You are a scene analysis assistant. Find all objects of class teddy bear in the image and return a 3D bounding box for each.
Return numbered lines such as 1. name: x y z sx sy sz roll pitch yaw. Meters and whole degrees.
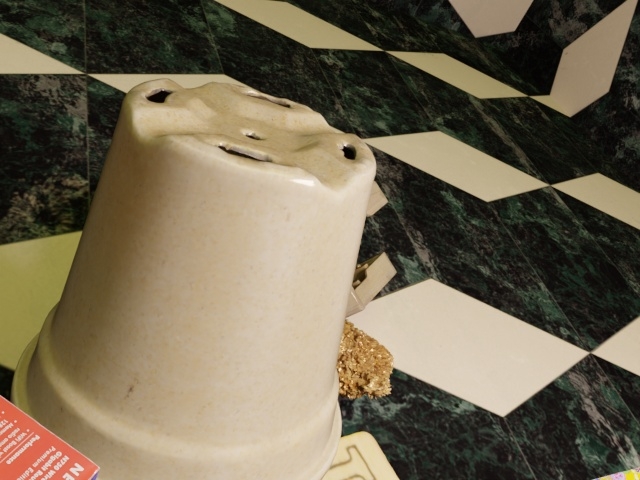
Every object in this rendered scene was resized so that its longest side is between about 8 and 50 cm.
1. teddy bear: -0.044 0.117 0.964 0.245 0.113 0.338 20 -21 49

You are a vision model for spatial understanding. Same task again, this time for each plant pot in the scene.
1. plant pot: -0.095 0.029 0.643 0.333 0.305 0.334 15 25 -7

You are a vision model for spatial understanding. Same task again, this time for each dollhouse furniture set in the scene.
1. dollhouse furniture set: 0.000 0.000 1.136 0.242 0.212 0.161 58 34 -4

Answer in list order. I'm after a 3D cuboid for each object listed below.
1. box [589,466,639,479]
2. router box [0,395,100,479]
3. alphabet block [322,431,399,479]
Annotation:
1. box: 0.330 0.442 0.715 0.177 0.279 0.290 2 41 -34
2. router box: -0.343 0.199 0.502 0.301 0.335 0.082 32 33 7
3. alphabet block: -0.009 0.342 0.688 0.193 0.192 0.197 -1 44 -39
